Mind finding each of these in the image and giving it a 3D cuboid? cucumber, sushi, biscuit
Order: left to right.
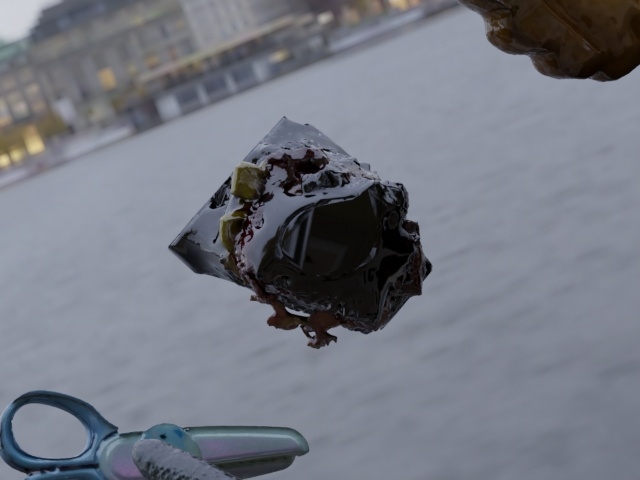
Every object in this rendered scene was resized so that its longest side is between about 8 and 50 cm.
[{"bbox_3d":[-0.070,0.156,1.234,0.133,0.032,0.032,22,33,35],"label":"cucumber"},{"bbox_3d":[0.000,0.000,1.506,0.153,0.172,0.150,-49,2,-7],"label":"sushi"},{"bbox_3d":[0.204,-0.288,1.579,0.325,0.326,0.107,-25,17,-30],"label":"biscuit"}]

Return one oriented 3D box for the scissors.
[{"bbox_3d":[-0.124,0.170,1.523,0.256,0.125,0.030,-2,-24,-32],"label":"scissors"}]
